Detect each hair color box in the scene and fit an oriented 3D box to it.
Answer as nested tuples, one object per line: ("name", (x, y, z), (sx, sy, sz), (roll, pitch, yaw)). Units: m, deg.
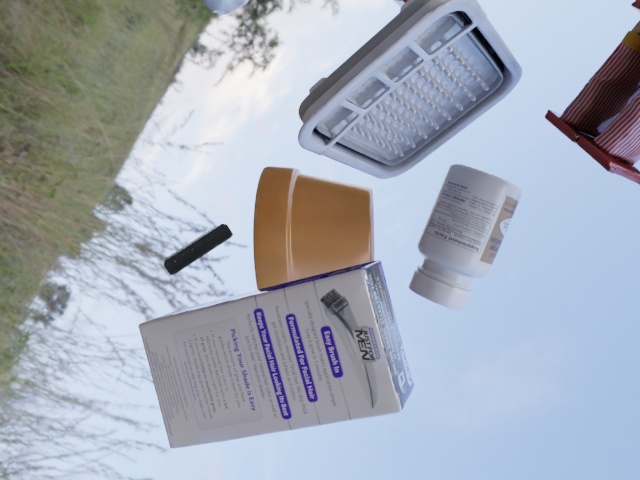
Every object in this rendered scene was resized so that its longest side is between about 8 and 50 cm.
("hair color box", (-0.062, 0.157, 0.833), (0.339, 0.110, 0.185), (-15, -90, 20))

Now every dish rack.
("dish rack", (0.129, -0.219, 0.888), (0.285, 0.333, 0.072), (-38, -114, 22))

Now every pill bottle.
("pill bottle", (0.241, -0.004, 1.040), (0.131, 0.131, 0.229), (30, -80, 54))

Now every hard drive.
("hard drive", (-0.169, 0.011, 0.828), (0.094, 0.022, 0.135), (-34, -173, -11))

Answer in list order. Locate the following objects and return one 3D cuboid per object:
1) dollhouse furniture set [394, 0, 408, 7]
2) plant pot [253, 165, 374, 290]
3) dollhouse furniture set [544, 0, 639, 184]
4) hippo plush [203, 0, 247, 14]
("dollhouse furniture set", (0.239, -0.508, 1.065), (0.135, 0.262, 0.259), (40, -78, 42))
("plant pot", (0.000, 0.000, 1.160), (0.203, 0.291, 0.291), (-1, -130, 7))
("dollhouse furniture set", (0.545, -0.186, 0.911), (0.201, 0.374, 0.152), (-58, -139, 28))
("hippo plush", (-0.074, -0.423, 0.657), (0.236, 0.294, 0.234), (-10, -114, 25))
